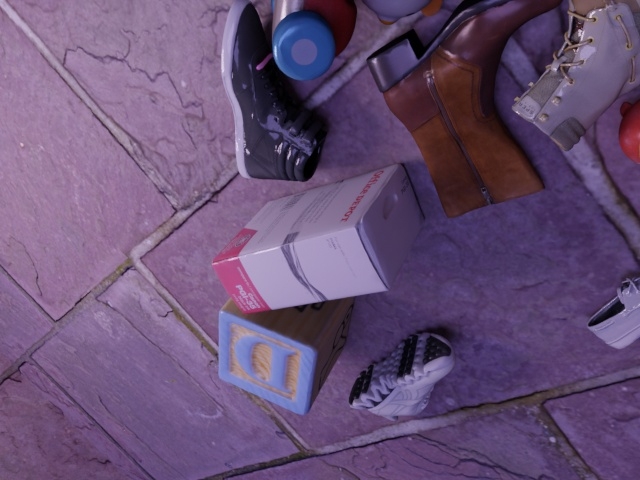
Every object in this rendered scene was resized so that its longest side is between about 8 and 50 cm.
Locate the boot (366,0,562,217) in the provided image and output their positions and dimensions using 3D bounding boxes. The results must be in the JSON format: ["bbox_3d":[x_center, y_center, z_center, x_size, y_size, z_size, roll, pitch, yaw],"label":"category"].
[{"bbox_3d":[0.229,-0.171,0.717,0.264,0.096,0.280,-23,113,29],"label":"boot"}]

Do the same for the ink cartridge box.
[{"bbox_3d":[0.000,0.000,0.876,0.283,0.207,0.117,-13,115,34],"label":"ink cartridge box"}]

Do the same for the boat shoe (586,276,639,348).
[{"bbox_3d":[0.460,0.085,0.788,0.063,0.066,0.184,29,140,7],"label":"boat shoe"}]

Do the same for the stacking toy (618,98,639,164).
[{"bbox_3d":[0.524,-0.092,0.634,0.279,0.130,0.309,-34,106,13],"label":"stacking toy"}]

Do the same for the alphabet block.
[{"bbox_3d":[-0.062,0.171,1.034,0.193,0.197,0.192,21,128,14],"label":"alphabet block"}]

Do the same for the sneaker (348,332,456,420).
[{"bbox_3d":[0.173,0.269,1.045,0.118,0.110,0.292,35,139,-7],"label":"sneaker"}]

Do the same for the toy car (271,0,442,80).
[{"bbox_3d":[0.062,-0.315,0.673,0.237,0.219,0.210,3,128,-8],"label":"toy car"}]

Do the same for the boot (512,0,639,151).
[{"bbox_3d":[0.277,-0.207,0.604,0.213,0.077,0.165,31,115,-32],"label":"boot"}]

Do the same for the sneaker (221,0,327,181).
[{"bbox_3d":[-0.061,-0.215,0.839,0.146,0.105,0.296,14,132,18],"label":"sneaker"}]
